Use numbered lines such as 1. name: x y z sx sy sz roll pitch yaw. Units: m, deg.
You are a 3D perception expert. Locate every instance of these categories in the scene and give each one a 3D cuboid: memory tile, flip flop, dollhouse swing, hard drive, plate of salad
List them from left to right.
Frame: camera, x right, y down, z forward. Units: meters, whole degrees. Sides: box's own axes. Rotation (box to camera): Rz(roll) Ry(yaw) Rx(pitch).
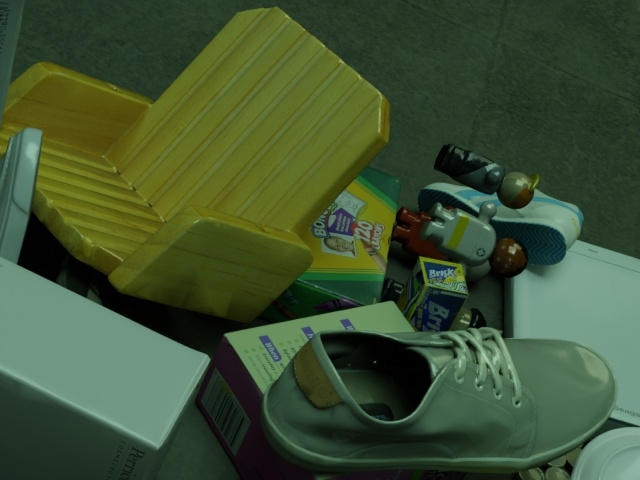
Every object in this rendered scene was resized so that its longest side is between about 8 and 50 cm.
1. flip flop: -0.250 0.053 1.900 0.112 0.080 0.277 32 22 -6
2. dollhouse swing: -0.153 -0.133 1.929 0.315 0.305 0.347 18 21 -51
3. memory tile: 0.275 0.250 2.025 0.113 0.012 0.148 9 40 -20
4. hard drive: 0.353 0.124 2.169 0.233 0.047 0.353 17 37 -6
5. plate of salad: 0.386 0.315 1.970 0.200 0.048 0.200 8 55 -12

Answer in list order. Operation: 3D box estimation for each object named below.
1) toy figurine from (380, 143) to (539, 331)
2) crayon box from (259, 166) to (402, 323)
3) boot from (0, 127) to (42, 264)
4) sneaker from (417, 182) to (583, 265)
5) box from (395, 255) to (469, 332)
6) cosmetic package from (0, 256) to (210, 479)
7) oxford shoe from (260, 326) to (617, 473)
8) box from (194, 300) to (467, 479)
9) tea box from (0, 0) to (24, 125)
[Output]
1. toy figurine: 0.179 0.007 2.096 0.148 0.209 0.213 26 38 -9
2. crayon box: 0.000 0.000 2.108 0.165 0.081 0.278 21 38 -6
3. boot: -0.381 -0.007 1.783 0.123 0.258 0.095 14 7 -9
4. sneaker: 0.239 -0.030 2.238 0.229 0.087 0.092 17 37 25
5. box: 0.117 0.100 1.984 0.059 0.169 0.054 11 40 -17
6. cosmetic package: -0.322 0.142 1.677 0.365 0.197 0.155 25 38 2
7. oxford shoe: 0.151 0.157 1.784 0.449 0.130 0.169 -1 44 -31
8. box: 0.022 0.198 1.862 0.243 0.117 0.213 -10 50 -35
9. tea box: -0.495 -0.213 1.846 0.220 0.329 0.323 -1 35 -29
